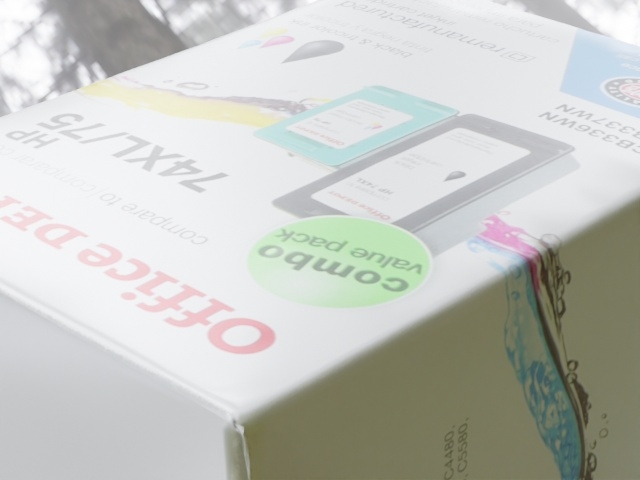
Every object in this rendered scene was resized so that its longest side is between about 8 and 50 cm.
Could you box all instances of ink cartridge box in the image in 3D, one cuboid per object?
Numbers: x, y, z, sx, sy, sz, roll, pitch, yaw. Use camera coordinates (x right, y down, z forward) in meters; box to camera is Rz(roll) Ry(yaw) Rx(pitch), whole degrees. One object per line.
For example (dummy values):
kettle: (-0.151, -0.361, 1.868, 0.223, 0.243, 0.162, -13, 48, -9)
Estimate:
ink cartridge box: (0.006, 0.052, 0.572, 0.270, 0.198, 0.197, -27, -52, -40)
